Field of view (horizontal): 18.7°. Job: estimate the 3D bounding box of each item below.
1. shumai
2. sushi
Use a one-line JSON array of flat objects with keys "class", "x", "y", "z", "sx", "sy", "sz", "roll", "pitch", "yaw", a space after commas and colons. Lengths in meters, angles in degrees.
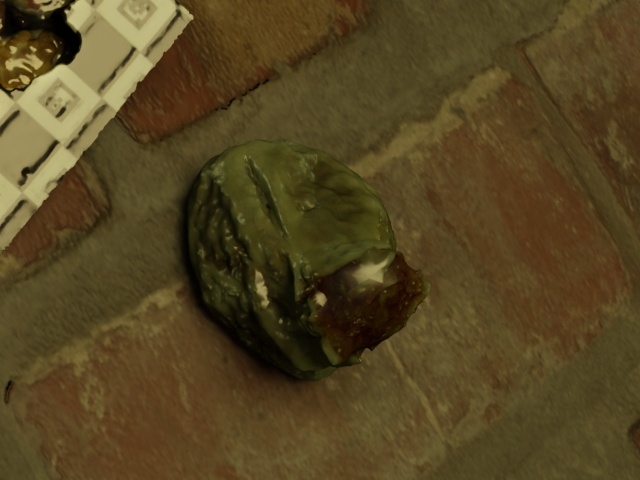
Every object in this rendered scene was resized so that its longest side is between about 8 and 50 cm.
[{"class": "shumai", "x": 0.000, "y": 0.000, "z": 1.959, "sx": 0.225, "sy": 0.222, "sz": 0.260, "roll": -23, "pitch": 83, "yaw": -33}, {"class": "sushi", "x": -0.361, "y": -0.212, "z": 1.880, "sx": 0.359, "sy": 0.064, "sz": 0.343, "roll": 43, "pitch": 72, "yaw": -18}]
